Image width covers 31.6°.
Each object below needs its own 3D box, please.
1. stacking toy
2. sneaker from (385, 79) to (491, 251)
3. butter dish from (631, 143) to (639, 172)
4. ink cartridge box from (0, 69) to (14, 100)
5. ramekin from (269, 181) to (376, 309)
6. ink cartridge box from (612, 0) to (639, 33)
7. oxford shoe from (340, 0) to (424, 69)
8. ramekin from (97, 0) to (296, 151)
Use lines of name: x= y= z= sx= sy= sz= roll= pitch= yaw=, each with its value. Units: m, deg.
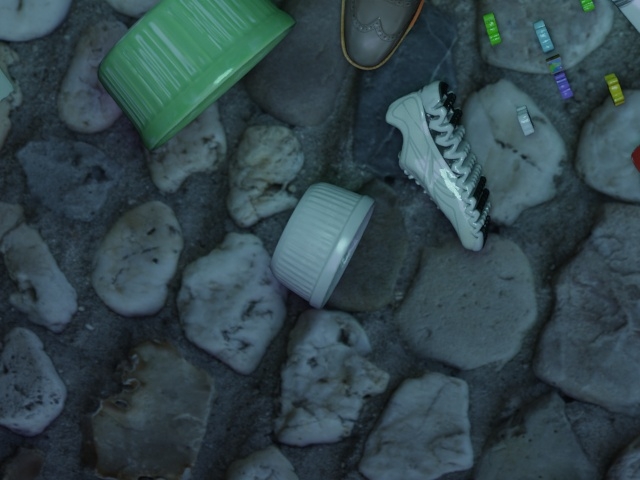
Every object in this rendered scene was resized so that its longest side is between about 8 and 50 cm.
stacking toy: x=0.369 y=-0.289 z=1.796 sx=0.167 sy=0.052 sz=0.221 roll=-20 pitch=109 yaw=14
sneaker: x=0.200 y=-0.115 z=1.874 sx=0.118 sy=0.110 sz=0.292 roll=-16 pitch=104 yaw=23
butter dish: x=0.611 y=-0.121 z=1.808 sx=0.160 sy=0.118 sz=0.159 roll=-42 pitch=63 yaw=24
ink cartridge box: x=-0.656 y=-0.215 z=1.895 sx=0.237 sy=0.172 sz=0.100 roll=-26 pitch=109 yaw=18
ramekin: x=0.000 y=0.000 z=1.897 sx=0.109 sy=0.207 sz=0.207 roll=28 pitch=116 yaw=5
ink cartridge box: x=0.460 y=-0.391 z=1.682 sx=0.082 sy=0.139 sz=0.190 roll=-39 pitch=105 yaw=20
oxford shoe: x=0.111 y=-0.420 z=1.719 sx=0.130 sy=0.132 sz=0.363 roll=18 pitch=116 yaw=-2
ramekin: x=-0.197 y=-0.289 z=1.737 sx=0.303 sy=0.303 sz=0.148 roll=-39 pitch=97 yaw=22
